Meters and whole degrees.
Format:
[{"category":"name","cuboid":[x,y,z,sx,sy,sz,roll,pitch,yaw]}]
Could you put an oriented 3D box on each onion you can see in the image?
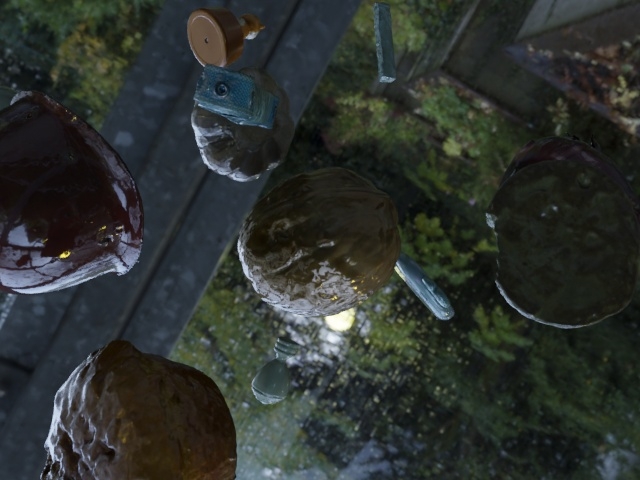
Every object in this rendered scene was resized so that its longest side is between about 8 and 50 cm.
[{"category":"onion","cuboid":[0.420,-0.024,1.358,0.314,0.232,0.314,59,171,15]}]

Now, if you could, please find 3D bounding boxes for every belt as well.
[{"category":"belt","cuboid":[-0.131,-0.230,1.263,0.087,0.072,0.302,12,-176,6]}]

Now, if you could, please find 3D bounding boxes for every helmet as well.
[{"category":"helmet","cuboid":[-0.478,-0.042,1.229,0.385,0.338,0.230,10,-146,46]}]

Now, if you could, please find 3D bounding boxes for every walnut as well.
[{"category":"walnut","cuboid":[0.001,0.001,1.471,0.252,0.313,0.277,54,-163,-23]}]

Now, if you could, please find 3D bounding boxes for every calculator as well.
[{"category":"calculator","cuboid":[0.229,0.102,1.778,0.185,0.041,0.299,51,179,-8]}]

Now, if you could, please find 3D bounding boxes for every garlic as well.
[{"category":"garlic","cuboid":[-0.156,-0.228,1.545,0.228,0.228,0.152,24,170,-40]}]

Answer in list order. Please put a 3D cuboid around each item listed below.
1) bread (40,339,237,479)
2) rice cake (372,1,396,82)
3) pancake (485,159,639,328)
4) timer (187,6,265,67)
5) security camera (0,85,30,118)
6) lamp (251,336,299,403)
[{"category":"bread","cuboid":[-0.244,0.289,1.012,0.172,0.312,0.312,11,-164,-43]},{"category":"rice cake","cuboid":[0.089,-0.275,1.077,0.022,0.121,0.021,4,162,-23]},{"category":"pancake","cuboid":[0.337,0.003,1.083,0.042,0.222,0.236,77,169,-75]},{"category":"timer","cuboid":[-0.187,-0.447,1.669,0.132,0.132,0.152,32,-134,32]},{"category":"security camera","cuboid":[-0.682,-0.188,1.568,0.191,0.277,0.197,56,173,-36]},{"category":"lamp","cuboid":[-0.122,0.361,2.154,0.106,0.193,0.106,21,180,0]}]
